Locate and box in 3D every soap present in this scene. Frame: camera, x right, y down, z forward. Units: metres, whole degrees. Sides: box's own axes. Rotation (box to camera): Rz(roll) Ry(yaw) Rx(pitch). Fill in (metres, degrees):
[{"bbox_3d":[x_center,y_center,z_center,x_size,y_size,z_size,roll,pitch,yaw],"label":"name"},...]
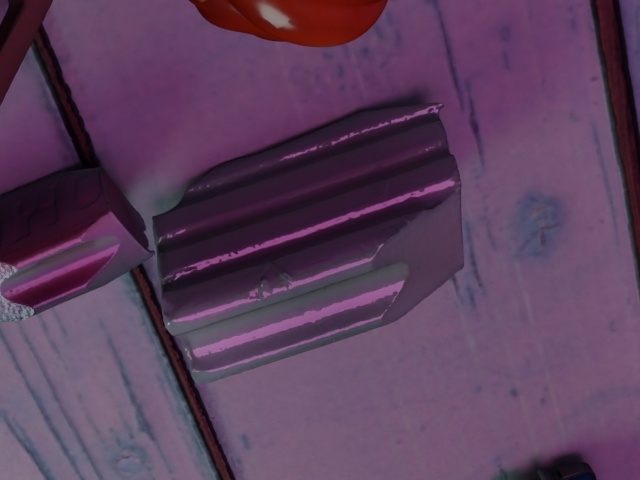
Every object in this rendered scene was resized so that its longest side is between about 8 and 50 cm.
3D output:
[{"bbox_3d":[-0.197,0.003,0.965,0.149,0.100,0.056,-23,124,2],"label":"soap"},{"bbox_3d":[0.000,0.000,0.992,0.230,0.145,0.091,-18,133,4],"label":"soap"}]

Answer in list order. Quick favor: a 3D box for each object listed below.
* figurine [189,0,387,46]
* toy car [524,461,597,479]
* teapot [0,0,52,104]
[{"bbox_3d":[-0.021,-0.241,0.789,0.181,0.208,0.257,6,96,-63],"label":"figurine"},{"bbox_3d":[0.223,0.298,1.254,0.097,0.100,0.191,-17,128,-7],"label":"toy car"},{"bbox_3d":[-0.274,-0.173,0.679,0.300,0.253,0.344,32,74,-30],"label":"teapot"}]
